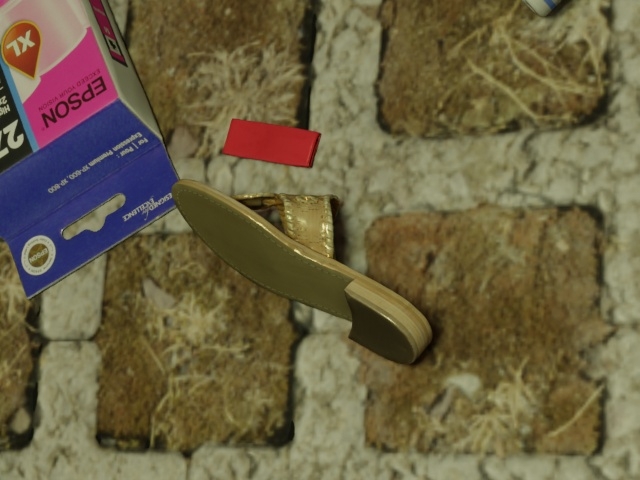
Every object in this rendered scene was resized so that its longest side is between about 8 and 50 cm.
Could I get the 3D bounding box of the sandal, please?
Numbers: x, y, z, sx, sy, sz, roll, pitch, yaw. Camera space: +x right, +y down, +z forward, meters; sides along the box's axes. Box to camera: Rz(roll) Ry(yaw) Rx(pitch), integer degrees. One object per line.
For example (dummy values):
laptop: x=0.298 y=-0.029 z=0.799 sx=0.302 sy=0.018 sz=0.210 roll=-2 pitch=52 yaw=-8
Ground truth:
sandal: x=0.000 y=0.004 z=1.257 sx=0.240 sy=0.088 sz=0.079 roll=32 pitch=61 yaw=22

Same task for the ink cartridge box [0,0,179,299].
ink cartridge box: x=-0.261 y=-0.151 z=1.418 sx=0.175 sy=0.069 sz=0.371 roll=-31 pitch=68 yaw=16

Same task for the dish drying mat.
dish drying mat: x=-0.040 y=-0.079 z=1.322 sx=0.083 sy=0.008 sz=0.032 roll=11 pitch=81 yaw=28

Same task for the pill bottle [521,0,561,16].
pill bottle: x=0.189 y=-0.242 z=1.214 sx=0.137 sy=0.078 sz=0.078 roll=-46 pitch=63 yaw=8
